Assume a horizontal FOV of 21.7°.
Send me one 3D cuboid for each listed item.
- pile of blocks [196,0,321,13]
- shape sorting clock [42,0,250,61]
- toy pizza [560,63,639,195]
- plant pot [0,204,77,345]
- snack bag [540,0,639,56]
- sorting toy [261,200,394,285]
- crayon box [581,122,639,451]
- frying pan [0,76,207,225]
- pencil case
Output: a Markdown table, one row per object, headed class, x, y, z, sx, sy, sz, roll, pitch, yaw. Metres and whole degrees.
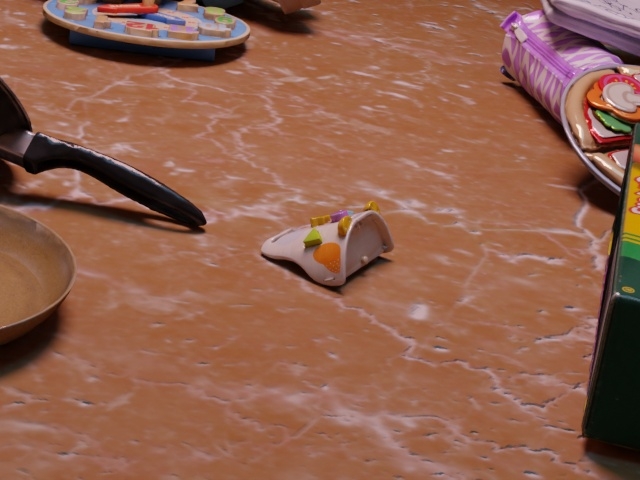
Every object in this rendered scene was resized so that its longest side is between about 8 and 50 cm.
| class | x | y | z | sx | sy | sz | roll | pitch | yaw |
| --- | --- | --- | --- | --- | --- | --- | --- | --- | --- |
| pile of blocks | -0.144 | -0.311 | 1.842 | 0.362 | 0.149 | 0.112 | 33 | -12 | 29 |
| shape sorting clock | -0.172 | -0.222 | 1.661 | 0.206 | 0.040 | 0.206 | 8 | 22 | -3 |
| toy pizza | 0.302 | -0.090 | 1.428 | 0.201 | 0.032 | 0.201 | 12 | 43 | -12 |
| plant pot | -0.272 | 0.022 | 1.041 | 0.236 | 0.032 | 0.236 | 8 | 22 | -3 |
| snack bag | 0.377 | -0.205 | 1.701 | 0.342 | 0.037 | 0.323 | 22 | 17 | -2 |
| sorting toy | 0.000 | 0.000 | 1.197 | 0.075 | 0.045 | 0.083 | -2 | 15 | 29 |
| crayon box | 0.347 | 0.045 | 1.109 | 0.313 | 0.106 | 0.363 | 12 | 22 | 8 |
| frying pan | -0.254 | -0.084 | 1.253 | 0.326 | 0.053 | 0.197 | 39 | -21 | -15 |
| pencil case | 0.237 | -0.162 | 1.595 | 0.088 | 0.086 | 0.206 | 46 | 5 | -26 |
